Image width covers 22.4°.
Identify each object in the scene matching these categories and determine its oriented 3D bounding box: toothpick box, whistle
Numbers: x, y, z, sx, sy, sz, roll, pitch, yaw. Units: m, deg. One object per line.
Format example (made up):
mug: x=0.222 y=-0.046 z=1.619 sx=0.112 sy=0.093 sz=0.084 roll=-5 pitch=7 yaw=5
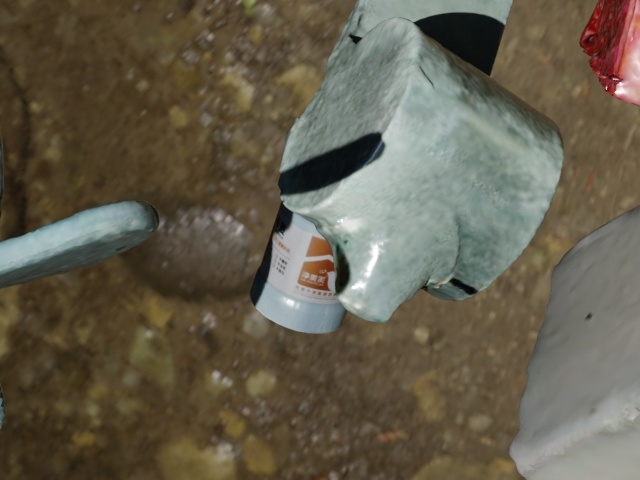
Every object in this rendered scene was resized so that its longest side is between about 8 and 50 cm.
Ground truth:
toothpick box: x=0.000 y=0.000 z=1.556 sx=0.101 sy=0.101 sz=0.153 roll=21 pitch=116 yaw=6
whistle: x=0.085 y=-0.112 z=1.422 sx=0.168 sy=0.405 sz=0.188 roll=31 pitch=124 yaw=-23

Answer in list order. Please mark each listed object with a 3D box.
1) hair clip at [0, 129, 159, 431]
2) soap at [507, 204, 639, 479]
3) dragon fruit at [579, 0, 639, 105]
hair clip: x=-0.334 y=0.005 z=1.003 sx=0.392 sy=0.318 sz=0.238 roll=-48 pitch=63 yaw=51
soap: x=0.342 y=0.141 z=0.949 sx=0.435 sy=0.213 sz=0.350 roll=41 pitch=135 yaw=-17
dragon fruit: x=0.198 y=-0.107 z=0.652 sx=0.161 sy=0.274 sz=0.126 roll=18 pitch=102 yaw=5
